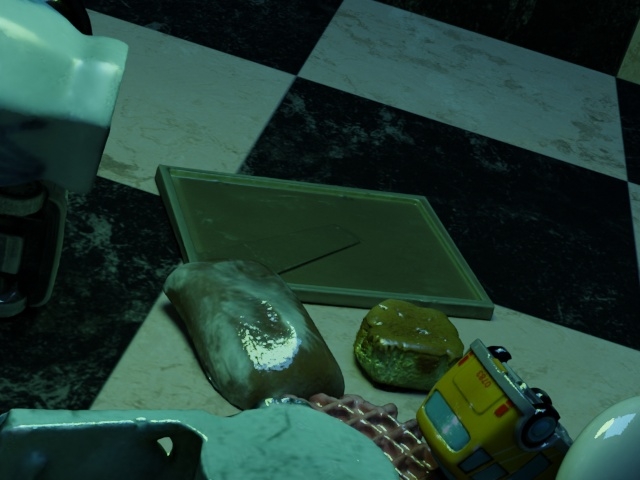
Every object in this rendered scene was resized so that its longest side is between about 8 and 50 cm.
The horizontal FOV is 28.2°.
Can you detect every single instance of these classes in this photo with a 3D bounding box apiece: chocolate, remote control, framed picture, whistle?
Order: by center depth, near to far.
[{"bbox_3d":[-0.103,0.242,1.171,0.405,0.168,0.188,21,27,7],"label":"whistle"},{"bbox_3d":[0.372,0.264,1.353,0.332,0.221,0.103,-1,15,-33],"label":"remote control"},{"bbox_3d":[-0.076,0.096,1.540,0.157,0.080,0.254,-4,39,-32],"label":"chocolate"},{"bbox_3d":[0.000,0.000,1.851,0.446,0.028,0.326,6,29,-20],"label":"framed picture"}]

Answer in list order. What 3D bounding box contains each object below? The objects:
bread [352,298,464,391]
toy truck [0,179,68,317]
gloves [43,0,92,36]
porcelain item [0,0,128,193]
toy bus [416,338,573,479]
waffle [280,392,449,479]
[{"bbox_3d":[0.110,0.132,1.617,0.140,0.069,0.128,8,27,-19],"label":"bread"},{"bbox_3d":[-0.489,-0.056,1.508,0.388,0.173,0.207,13,27,-8],"label":"toy truck"},{"bbox_3d":[-0.400,-0.256,1.826,0.152,0.301,0.197,-2,25,7],"label":"gloves"},{"bbox_3d":[-0.420,-0.179,1.350,0.405,0.242,0.178,16,52,-11],"label":"porcelain item"},{"bbox_3d":[0.198,0.216,1.372,0.209,0.136,0.126,44,7,-41],"label":"toy bus"},{"bbox_3d":[0.043,0.240,1.386,0.221,0.055,0.234,14,25,-10],"label":"waffle"}]
